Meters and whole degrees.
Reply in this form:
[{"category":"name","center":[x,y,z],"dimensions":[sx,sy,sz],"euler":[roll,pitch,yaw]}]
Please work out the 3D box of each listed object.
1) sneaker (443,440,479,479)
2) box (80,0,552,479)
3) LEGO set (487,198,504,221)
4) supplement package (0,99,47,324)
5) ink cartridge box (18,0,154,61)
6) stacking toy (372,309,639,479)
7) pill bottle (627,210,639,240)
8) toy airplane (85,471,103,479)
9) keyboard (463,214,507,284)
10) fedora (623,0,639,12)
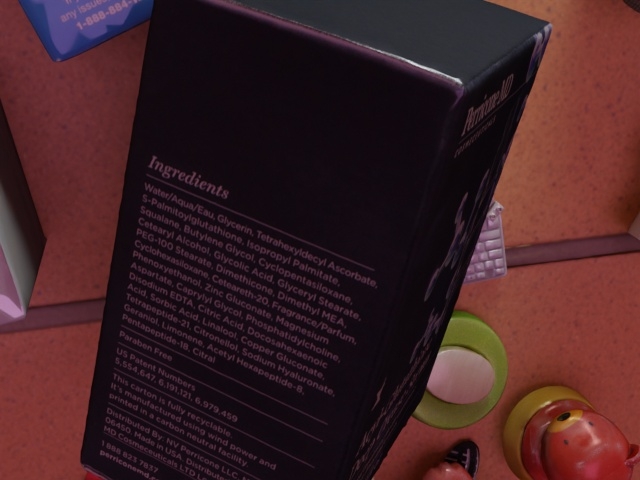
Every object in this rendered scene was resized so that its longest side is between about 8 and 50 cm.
[{"category":"sneaker","center":[0.162,0.284,1.062],"dimensions":[0.040,0.043,0.109],"euler":[18,95,29]},{"category":"box","center":[0.000,0.000,0.728],"dimensions":[0.211,0.293,0.396],"euler":[22,117,15]},{"category":"LEGO set","center":[0.082,-0.063,0.891],"dimensions":[0.227,0.093,0.087],"euler":[37,98,-21]},{"category":"supplement package","center":[-0.334,-0.038,0.755],"dimensions":[0.149,0.203,0.194],"euler":[-15,110,-7]},{"category":"ink cartridge box","center":[-0.172,-0.381,0.691],"dimensions":[0.285,0.166,0.395],"euler":[-27,111,-2]},{"category":"stacking toy","center":[0.161,0.243,0.960],"dimensions":[0.309,0.130,0.279],"euler":[-45,105,-6]},{"category":"pill bottle","center":[0.439,-0.090,0.925],"dimensions":[0.152,0.152,0.272],"euler":[28,101,-19]},{"category":"toy airplane","center":[-0.202,0.284,0.986],"dimensions":[0.151,0.028,0.151],"euler":[-3,108,-11]},{"category":"keyboard","center":[0.073,0.028,0.964],"dimensions":[0.255,0.014,0.072],"euler":[-11,111,-8]},{"category":"fedora","center":[0.391,-0.314,0.828],"dimensions":[0.124,0.243,0.276],"euler":[16,104,-47]}]
